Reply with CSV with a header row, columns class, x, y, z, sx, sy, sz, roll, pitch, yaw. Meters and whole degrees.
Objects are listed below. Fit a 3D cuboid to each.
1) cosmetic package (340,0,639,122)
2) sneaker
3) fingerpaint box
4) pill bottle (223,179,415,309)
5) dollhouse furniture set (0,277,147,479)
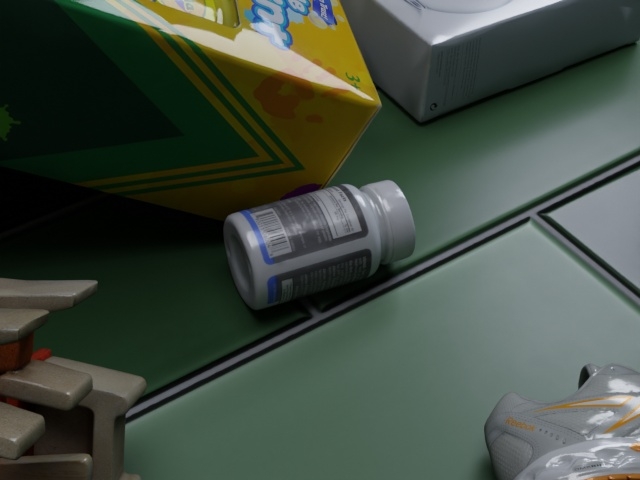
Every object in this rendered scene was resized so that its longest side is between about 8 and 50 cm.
class,x,y,z,sx,sy,sz,roll,pitch,yaw
cosmetic package,0.112,-0.297,1.217,0.284,0.097,0.377,-21,48,-27
sneaker,0.235,0.122,0.777,0.263,0.099,0.121,-7,40,-11
fingerpaint box,-0.187,-0.247,0.979,0.371,0.163,0.444,15,39,-29
pill bottle,0.000,0.000,0.906,0.137,0.078,0.078,-15,46,-18
dollhouse furniture set,-0.196,0.144,0.643,0.135,0.262,0.259,5,10,6
